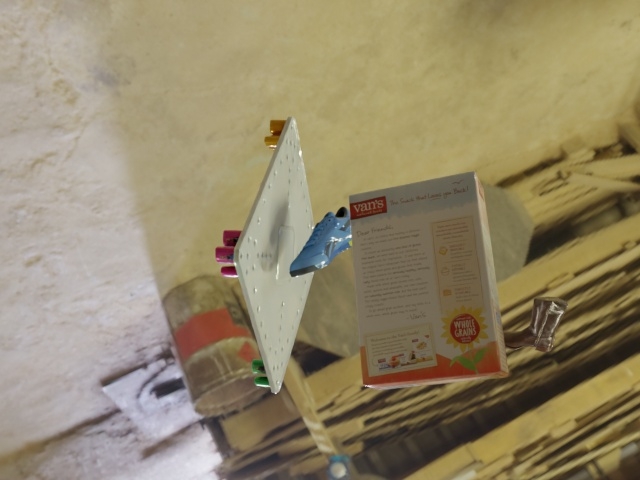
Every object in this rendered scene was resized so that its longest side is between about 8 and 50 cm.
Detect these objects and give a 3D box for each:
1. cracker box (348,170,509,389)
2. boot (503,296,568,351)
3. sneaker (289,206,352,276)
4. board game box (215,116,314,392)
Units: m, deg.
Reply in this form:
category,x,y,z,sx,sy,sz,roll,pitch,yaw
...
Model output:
category,x,y,z,sx,sy,sz,roll,pitch,yaw
cracker box,0.123,0.049,0.852,0.155,0.232,0.067,-10,162,20
boot,0.352,0.135,1.234,0.106,0.037,0.114,5,129,4
sneaker,0.000,0.000,1.366,0.069,0.082,0.209,-11,-164,40
board game box,-0.089,0.026,1.418,0.050,0.390,0.390,4,135,13
